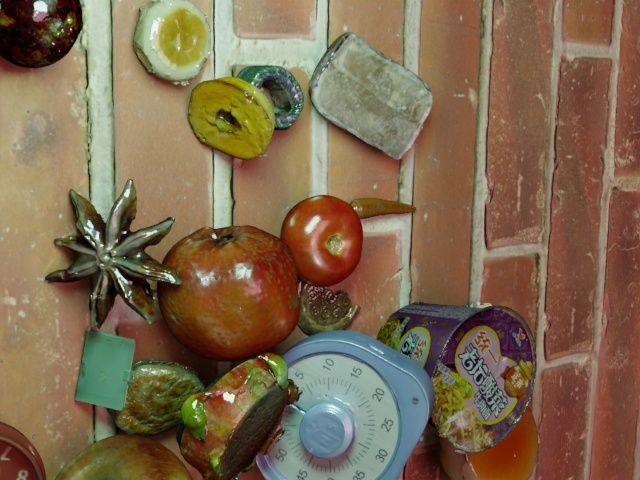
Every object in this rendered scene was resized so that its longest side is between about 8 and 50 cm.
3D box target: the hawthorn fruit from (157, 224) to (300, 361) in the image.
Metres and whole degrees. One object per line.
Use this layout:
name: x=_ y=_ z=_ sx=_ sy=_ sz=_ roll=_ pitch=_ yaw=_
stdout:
hawthorn fruit: x=-0.167 y=0.105 z=1.720 sx=0.275 sy=0.275 sz=0.299 roll=-41 pitch=134 yaw=-23

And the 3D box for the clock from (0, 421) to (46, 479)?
clock: x=-0.634 y=0.457 z=1.554 sx=0.318 sy=0.080 sz=0.318 roll=-11 pitch=110 yaw=-35

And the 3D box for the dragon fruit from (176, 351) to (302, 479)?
dragon fruit: x=-0.162 y=0.344 z=1.698 sx=0.295 sy=0.130 sz=0.268 roll=-57 pitch=159 yaw=-16

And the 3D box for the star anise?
star anise: x=-0.373 y=0.027 z=1.605 sx=0.088 sy=0.288 sz=0.288 roll=-17 pitch=115 yaw=-78

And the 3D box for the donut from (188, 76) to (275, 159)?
donut: x=-0.164 y=-0.239 z=1.721 sx=0.178 sy=0.162 sz=0.065 roll=30 pitch=41 yaw=3

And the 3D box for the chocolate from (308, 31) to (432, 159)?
chocolate: x=0.102 y=-0.312 z=1.937 sx=0.303 sy=0.100 sz=0.185 roll=27 pitch=92 yaw=-33

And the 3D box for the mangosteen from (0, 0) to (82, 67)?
mangosteen: x=-0.487 y=-0.372 z=1.475 sx=0.184 sy=0.172 sz=0.172 roll=22 pitch=84 yaw=-2

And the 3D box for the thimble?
thimble: x=-0.107 y=-0.287 z=1.794 sx=0.135 sy=0.090 sz=0.118 roll=32 pitch=80 yaw=-35

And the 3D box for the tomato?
tomato: x=0.000 y=0.000 z=1.892 sx=0.195 sy=0.136 sz=0.195 roll=-4 pitch=97 yaw=-32

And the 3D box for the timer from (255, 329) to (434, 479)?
timer: x=0.015 y=0.368 z=1.849 sx=0.173 sy=0.395 sz=0.395 roll=-23 pitch=119 yaw=-76

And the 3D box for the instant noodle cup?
instant noodle cup: x=0.290 y=0.291 z=2.077 sx=0.340 sy=0.266 sz=0.340 roll=-7 pitch=102 yaw=-36

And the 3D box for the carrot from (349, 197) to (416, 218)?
carrot: x=0.146 y=-0.074 z=2.049 sx=0.216 sy=0.048 sz=0.048 roll=-3 pitch=100 yaw=-41

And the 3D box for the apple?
apple: x=-0.352 y=0.512 z=1.645 sx=0.301 sy=0.301 sz=0.301 roll=-7 pitch=102 yaw=-35

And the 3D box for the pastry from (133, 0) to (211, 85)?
pastry: x=-0.271 y=-0.372 z=1.664 sx=0.166 sy=0.088 sz=0.166 roll=-10 pitch=107 yaw=-35

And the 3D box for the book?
book: x=-0.401 y=0.243 z=1.682 sx=0.017 sy=0.103 sz=0.135 roll=-4 pitch=104 yaw=-80

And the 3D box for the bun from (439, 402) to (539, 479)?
bun: x=0.401 y=0.507 z=2.259 sx=0.299 sy=0.165 sz=0.299 roll=6 pitch=79 yaw=-36

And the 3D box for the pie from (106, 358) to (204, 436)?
pie: x=-0.324 y=0.307 z=1.750 sx=0.193 sy=0.079 sz=0.163 roll=16 pitch=99 yaw=-28

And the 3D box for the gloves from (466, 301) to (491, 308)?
gloves: x=0.391 y=0.235 z=2.262 sx=0.114 sy=0.070 sz=0.153 roll=-15 pitch=114 yaw=-42

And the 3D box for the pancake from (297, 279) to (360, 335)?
pancake: x=0.016 y=0.132 z=2.002 sx=0.190 sy=0.020 sz=0.184 roll=5 pitch=95 yaw=-36
